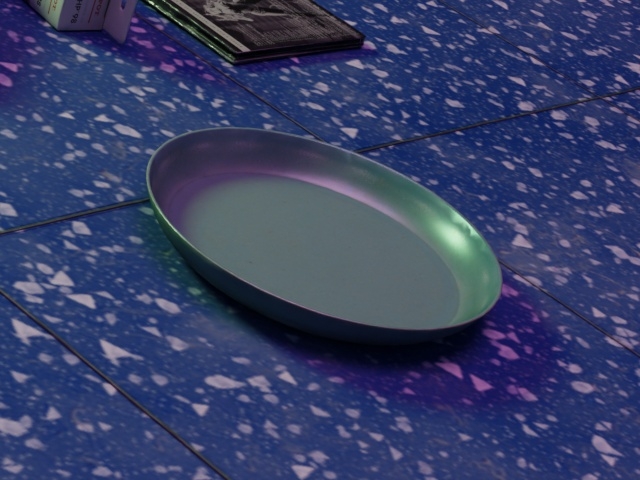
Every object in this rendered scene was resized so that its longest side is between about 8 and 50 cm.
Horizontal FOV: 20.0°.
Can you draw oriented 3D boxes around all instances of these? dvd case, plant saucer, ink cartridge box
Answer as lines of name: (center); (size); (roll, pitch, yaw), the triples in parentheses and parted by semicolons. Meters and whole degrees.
dvd case: (-0.076, -0.247, 1.984); (0.164, 0.018, 0.221); (37, 30, 28)
plant saucer: (0.000, 0.000, 1.543); (0.317, 0.044, 0.317); (16, 27, -8)
ink cartridge box: (-0.256, -0.281, 1.822); (0.060, 0.104, 0.180); (-6, 36, -43)
